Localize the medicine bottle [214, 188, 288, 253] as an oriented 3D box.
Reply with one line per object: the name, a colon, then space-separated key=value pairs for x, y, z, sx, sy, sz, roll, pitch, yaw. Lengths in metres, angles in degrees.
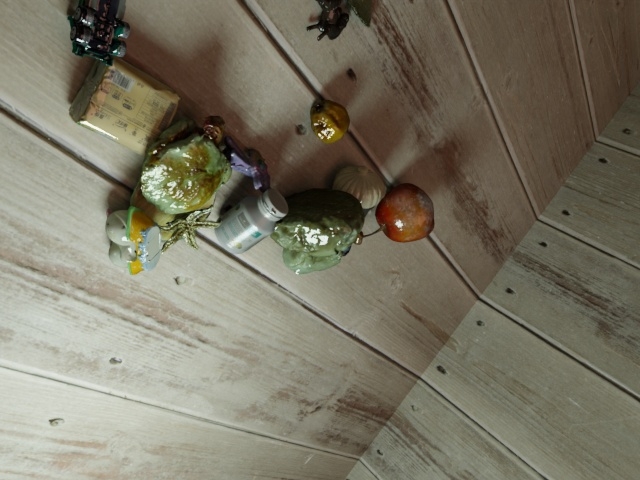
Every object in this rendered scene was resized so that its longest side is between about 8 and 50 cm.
medicine bottle: x=-0.204 y=-0.062 z=1.714 sx=0.215 sy=0.135 sz=0.135 roll=-33 pitch=148 yaw=25

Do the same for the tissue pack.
tissue pack: x=-0.463 y=-0.322 z=1.368 sx=0.222 sy=0.090 sz=0.186 roll=23 pitch=97 yaw=-52

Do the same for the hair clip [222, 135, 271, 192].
hair clip: x=-0.216 y=-0.215 z=1.678 sx=0.090 sy=0.137 sz=0.278 roll=-29 pitch=149 yaw=27

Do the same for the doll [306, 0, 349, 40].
doll: x=0.029 y=-0.654 z=1.656 sx=0.165 sy=0.057 sz=0.139 roll=-28 pitch=133 yaw=-41

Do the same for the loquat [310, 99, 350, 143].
loquat: x=0.027 y=-0.380 z=1.806 sx=0.137 sy=0.113 sz=0.137 roll=-8 pitch=115 yaw=-18

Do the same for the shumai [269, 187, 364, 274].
shumai: x=0.000 y=0.000 z=1.880 sx=0.292 sy=0.329 sz=0.289 roll=-44 pitch=136 yaw=-52

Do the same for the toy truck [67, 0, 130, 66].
toy truck: x=-0.477 y=-0.496 z=1.216 sx=0.110 sy=0.116 sz=0.216 roll=5 pitch=106 yaw=-48

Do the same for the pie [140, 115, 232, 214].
pie: x=-0.353 y=-0.187 z=1.492 sx=0.257 sy=0.105 sz=0.275 roll=-33 pitch=147 yaw=-25

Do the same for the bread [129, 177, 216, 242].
bread: x=-0.414 y=-0.116 z=1.601 sx=0.266 sy=0.040 sz=0.267 roll=-26 pitch=133 yaw=-30

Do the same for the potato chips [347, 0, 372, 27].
potato chips: x=0.131 y=-0.755 z=1.686 sx=0.167 sy=0.059 sz=0.229 roll=-19 pitch=124 yaw=-44

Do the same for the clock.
clock: x=-0.504 y=0.002 z=1.515 sx=0.103 sy=0.144 sz=0.231 roll=-53 pitch=159 yaw=-51

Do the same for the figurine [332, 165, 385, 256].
figurine: x=0.103 y=-0.105 z=2.023 sx=0.204 sy=0.185 sz=0.333 roll=-35 pitch=148 yaw=-80

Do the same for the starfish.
starfish: x=-0.374 y=-0.024 z=1.636 sx=0.208 sy=0.053 sz=0.176 roll=-25 pitch=143 yaw=-22

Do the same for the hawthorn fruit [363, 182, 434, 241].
hawthorn fruit: x=0.325 y=-0.105 z=2.235 sx=0.235 sy=0.262 sz=0.232 roll=28 pitch=60 yaw=-59
